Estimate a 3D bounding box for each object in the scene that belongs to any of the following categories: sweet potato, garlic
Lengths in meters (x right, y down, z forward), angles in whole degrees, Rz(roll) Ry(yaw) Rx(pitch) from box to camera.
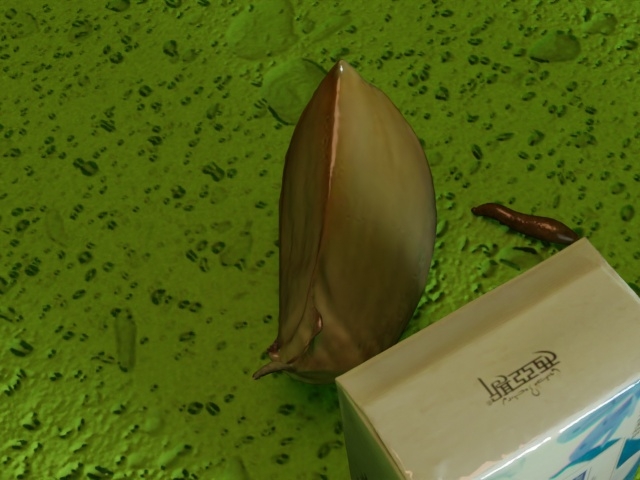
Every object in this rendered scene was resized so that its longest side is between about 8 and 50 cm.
[{"bbox_3d":[0.202,-0.017,1.049,0.115,0.026,0.026,21,59,18],"label":"sweet potato"},{"bbox_3d":[0.003,0.017,0.948,0.151,0.196,0.338,-1,55,25],"label":"garlic"}]

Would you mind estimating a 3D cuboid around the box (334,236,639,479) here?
[{"bbox_3d":[0.131,0.152,0.780,0.203,0.274,0.116,-27,57,-13],"label":"box"}]
